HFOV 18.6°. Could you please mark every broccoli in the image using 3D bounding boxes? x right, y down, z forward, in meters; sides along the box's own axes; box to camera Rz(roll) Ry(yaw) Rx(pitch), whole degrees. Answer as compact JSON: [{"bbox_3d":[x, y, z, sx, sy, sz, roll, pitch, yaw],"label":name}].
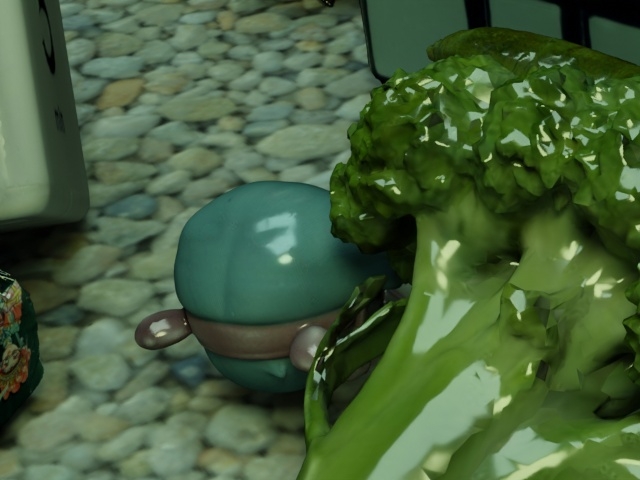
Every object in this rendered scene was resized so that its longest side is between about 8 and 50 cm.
[{"bbox_3d":[0.107,0.074,0.816,0.254,0.186,0.302,8,78,20],"label":"broccoli"}]

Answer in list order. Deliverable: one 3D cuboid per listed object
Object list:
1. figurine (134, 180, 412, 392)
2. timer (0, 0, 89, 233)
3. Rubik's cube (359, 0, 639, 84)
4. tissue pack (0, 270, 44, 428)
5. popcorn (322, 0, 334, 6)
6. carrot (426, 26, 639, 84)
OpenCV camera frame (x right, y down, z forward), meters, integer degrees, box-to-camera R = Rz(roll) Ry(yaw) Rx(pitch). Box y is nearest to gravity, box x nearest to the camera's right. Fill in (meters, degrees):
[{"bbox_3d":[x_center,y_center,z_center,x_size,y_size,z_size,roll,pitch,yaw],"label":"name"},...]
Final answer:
[{"bbox_3d":[0.005,-0.010,1.000,0.205,0.103,0.260,15,29,31],"label":"figurine"},{"bbox_3d":[-0.240,-0.093,1.046,0.192,0.195,0.194,-9,-1,1],"label":"timer"},{"bbox_3d":[0.202,-0.232,1.132,0.283,0.294,0.288,19,43,41],"label":"Rubik's cube"},{"bbox_3d":[-0.215,0.081,0.920,0.103,0.090,0.170,7,37,25],"label":"tissue pack"},{"bbox_3d":[0.027,-0.273,1.358,0.218,0.169,0.189,-10,36,-20],"label":"popcorn"},{"bbox_3d":[0.207,-0.044,0.981,0.358,0.074,0.074,22,42,26],"label":"carrot"}]
